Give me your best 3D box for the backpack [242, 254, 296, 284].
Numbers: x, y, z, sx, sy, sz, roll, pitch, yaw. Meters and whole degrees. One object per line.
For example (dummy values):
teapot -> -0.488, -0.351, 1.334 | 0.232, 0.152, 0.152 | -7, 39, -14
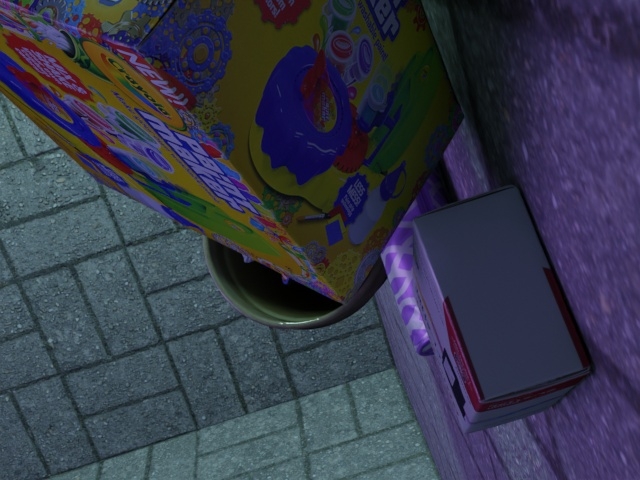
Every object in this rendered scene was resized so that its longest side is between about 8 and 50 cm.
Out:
backpack -> -0.024, -0.093, 1.245 | 0.276, 0.213, 0.263 | 116, 156, -59

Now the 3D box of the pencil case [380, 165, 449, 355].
pencil case -> 0.098, 0.003, 0.805 | 0.088, 0.086, 0.206 | -52, 52, 56

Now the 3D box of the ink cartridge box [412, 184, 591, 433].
ink cartridge box -> 0.117, 0.058, 0.609 | 0.175, 0.072, 0.127 | 74, 178, -70

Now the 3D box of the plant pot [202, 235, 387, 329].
plant pot -> 0.000, 0.000, 1.505 | 0.280, 0.323, 0.323 | 24, -134, -69

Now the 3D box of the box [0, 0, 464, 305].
box -> -0.090, -0.137, 0.580 | 0.279, 0.177, 0.290 | 24, 164, 32
